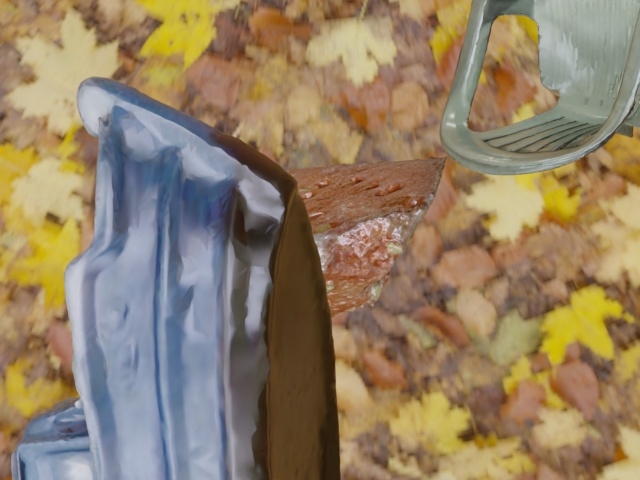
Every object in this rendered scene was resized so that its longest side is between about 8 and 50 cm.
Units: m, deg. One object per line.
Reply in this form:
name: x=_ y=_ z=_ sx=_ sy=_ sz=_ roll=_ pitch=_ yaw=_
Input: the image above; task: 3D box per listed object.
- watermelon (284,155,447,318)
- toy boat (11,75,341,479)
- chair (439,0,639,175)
watermelon: x=0.000 y=0.000 z=1.396 sx=0.257 sy=0.193 sz=0.139 roll=-17 pitch=123 yaw=7
toy boat: x=-0.071 y=0.078 z=0.693 sx=0.142 sy=0.129 sz=0.309 roll=3 pitch=113 yaw=18
chair: x=0.252 y=-0.148 z=1.397 sx=0.275 sy=0.203 sz=0.190 roll=1 pitch=99 yaw=-41
